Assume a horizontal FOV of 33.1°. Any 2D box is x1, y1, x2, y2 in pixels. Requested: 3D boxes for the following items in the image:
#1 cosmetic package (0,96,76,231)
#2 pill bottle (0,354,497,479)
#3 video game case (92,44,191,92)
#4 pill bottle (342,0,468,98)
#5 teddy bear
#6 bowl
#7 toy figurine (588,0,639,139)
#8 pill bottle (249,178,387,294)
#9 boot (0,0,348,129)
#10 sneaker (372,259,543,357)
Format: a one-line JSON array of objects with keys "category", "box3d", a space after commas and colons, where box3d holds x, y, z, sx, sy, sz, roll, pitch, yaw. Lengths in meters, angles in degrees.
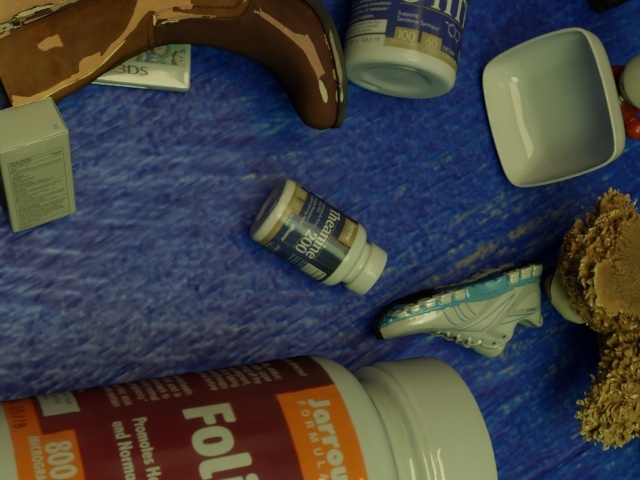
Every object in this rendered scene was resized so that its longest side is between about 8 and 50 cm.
[{"category": "cosmetic package", "box3d": [-0.239, -0.061, 0.891, 0.060, 0.115, 0.041, -20, 62, -22]}, {"category": "pill bottle", "box3d": [-0.072, 0.213, 0.867, 0.392, 0.224, 0.224, -7, 87, -20]}, {"category": "video game case", "box3d": [-0.188, -0.219, 0.980, 0.143, 0.019, 0.157, 3, 83, -20]}, {"category": "pill bottle", "box3d": [0.088, -0.241, 1.033, 0.112, 0.112, 0.187, 13, 80, -18]}, {"category": "teddy bear", "box3d": [0.329, 0.112, 1.076, 0.338, 0.113, 0.245, 34, 68, -30]}, {"category": "bowl", "box3d": [0.237, -0.132, 1.068, 0.053, 0.142, 0.142, -14, 89, -43]}, {"category": "toy figurine", "box3d": [0.379, -0.196, 1.115, 0.209, 0.148, 0.213, 18, 78, -17]}, {"category": "pill bottle", "box3d": [0.000, 0.000, 0.999, 0.120, 0.067, 0.067, 32, 75, -14]}, {"category": "boot", "box3d": [-0.138, -0.171, 0.933, 0.280, 0.096, 0.264, -27, 95, -20]}, {"category": "sneaker", "box3d": [0.142, 0.079, 1.044, 0.190, 0.071, 0.083, -14, 95, -21]}]
